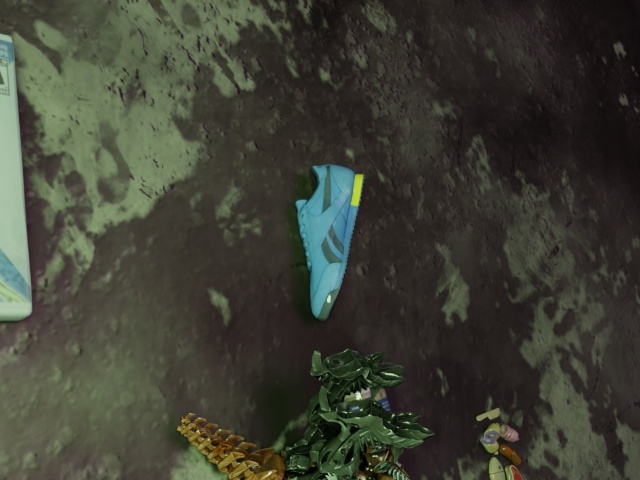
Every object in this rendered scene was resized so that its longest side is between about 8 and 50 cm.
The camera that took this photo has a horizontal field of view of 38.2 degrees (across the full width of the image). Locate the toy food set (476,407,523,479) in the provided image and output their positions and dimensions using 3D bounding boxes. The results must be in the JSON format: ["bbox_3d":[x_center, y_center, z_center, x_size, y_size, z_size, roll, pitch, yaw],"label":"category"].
[{"bbox_3d":[0.263,0.302,1.315,0.078,0.019,0.122,-8,78,-45],"label":"toy food set"}]

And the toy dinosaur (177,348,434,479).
[{"bbox_3d":[0.014,0.248,0.998,0.322,0.218,0.164,12,23,-37],"label":"toy dinosaur"}]

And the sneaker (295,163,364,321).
[{"bbox_3d":[0.000,0.000,1.178,0.082,0.069,0.209,12,69,-3],"label":"sneaker"}]

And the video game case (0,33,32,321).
[{"bbox_3d":[-0.423,-0.078,0.816,0.329,0.036,0.300,6,69,-43],"label":"video game case"}]

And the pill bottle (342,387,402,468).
[{"bbox_3d":[0.061,0.235,1.117,0.067,0.067,0.120,-10,79,-45],"label":"pill bottle"}]
